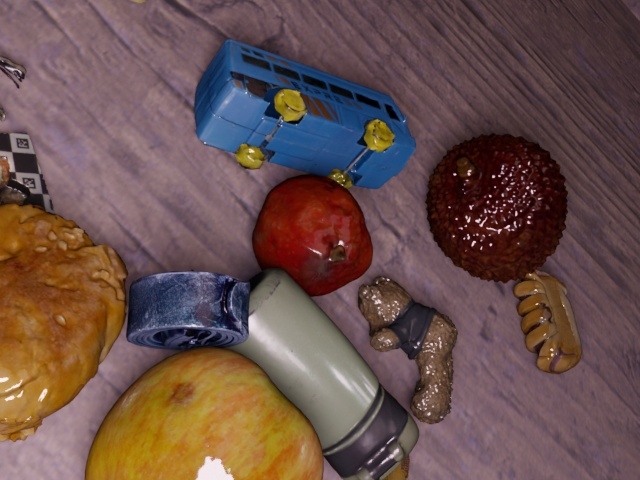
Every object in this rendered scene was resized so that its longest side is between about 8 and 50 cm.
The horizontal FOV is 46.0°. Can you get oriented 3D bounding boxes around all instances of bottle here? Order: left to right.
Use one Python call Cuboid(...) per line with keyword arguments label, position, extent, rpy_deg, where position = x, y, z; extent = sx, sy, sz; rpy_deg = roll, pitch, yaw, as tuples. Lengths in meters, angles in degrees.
Cuboid(label="bottle", position=(-0.005, 0.207, 1.073), extent=(0.347, 0.168, 0.168), rpy_deg=(47, 46, -10))

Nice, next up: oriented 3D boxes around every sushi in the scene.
Cuboid(label="sushi", position=(-0.459, -0.072, 0.973), extent=(0.201, 0.031, 0.139), rpy_deg=(-9, 70, -44))

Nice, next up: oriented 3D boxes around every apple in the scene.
Cuboid(label="apple", position=(-0.137, 0.263, 0.878), extent=(0.265, 0.264, 0.264), rpy_deg=(19, 55, -29))

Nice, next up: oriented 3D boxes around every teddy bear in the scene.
Cuboid(label="teddy bear", position=(0.160, 0.164, 1.246), extent=(0.251, 0.129, 0.182), rpy_deg=(57, 10, 9))

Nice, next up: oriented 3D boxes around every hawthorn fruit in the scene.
Cuboid(label="hawthorn fruit", position=(0.000, 0.000, 1.152), extent=(0.190, 0.251, 0.189), rpy_deg=(-8, 110, -22))

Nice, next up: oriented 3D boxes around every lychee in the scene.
Cuboid(label="lychee", position=(0.330, -0.062, 1.424), extent=(0.304, 0.276, 0.275), rpy_deg=(39, 45, -39))

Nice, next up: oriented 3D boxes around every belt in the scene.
Cuboid(label="belt", position=(-0.156, 0.083, 0.900), extent=(0.142, 0.190, 0.082), rpy_deg=(5, 73, -21))

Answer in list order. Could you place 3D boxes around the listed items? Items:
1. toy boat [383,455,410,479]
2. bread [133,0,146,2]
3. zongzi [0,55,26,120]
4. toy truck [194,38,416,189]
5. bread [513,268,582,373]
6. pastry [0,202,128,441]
Cuboid(label="toy boat", position=(0.109, 0.374, 1.139), extent=(0.049, 0.047, 0.149), rpy_deg=(28, 50, -23))
Cuboid(label="bread", position=(-0.349, -0.552, 1.293), extent=(0.142, 0.178, 0.265), rpy_deg=(-1, 58, -3))
Cuboid(label="zongzi", position=(-0.610, -0.324, 0.910), extent=(0.447, 0.181, 0.418), rpy_deg=(-25, 81, -46))
Cuboid(label="toy truck", position=(-0.020, -0.207, 1.307), extent=(0.385, 0.161, 0.162), rpy_deg=(12, 49, -31))
Cuboid(label="bread", position=(0.449, 0.156, 1.509), extent=(0.134, 0.081, 0.225), rpy_deg=(16, 54, -37))
Cuboid(label="pastry", position=(-0.366, 0.096, 0.856), extent=(0.255, 0.161, 0.310), rpy_deg=(30, 37, -2))
